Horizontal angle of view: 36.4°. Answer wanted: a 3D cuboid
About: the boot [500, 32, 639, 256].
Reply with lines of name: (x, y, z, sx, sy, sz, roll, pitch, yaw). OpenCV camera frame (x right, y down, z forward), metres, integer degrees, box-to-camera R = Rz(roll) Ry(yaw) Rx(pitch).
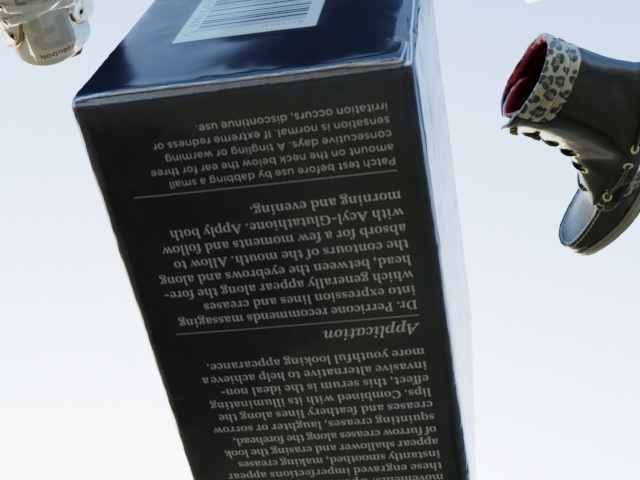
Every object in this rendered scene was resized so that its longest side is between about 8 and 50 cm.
boot: (0.251, -0.094, 0.975, 0.179, 0.085, 0.236, 12, -49, -16)

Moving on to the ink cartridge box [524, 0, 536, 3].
ink cartridge box: (0.281, -0.358, 1.220, 0.099, 0.056, 0.135, 39, -11, -21)

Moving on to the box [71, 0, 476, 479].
box: (0.000, 0.000, 0.767, 0.212, 0.293, 0.395, -5, -59, 10)

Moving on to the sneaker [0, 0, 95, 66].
sneaker: (-0.220, -0.212, 0.768, 0.106, 0.123, 0.290, -20, -1, -7)
